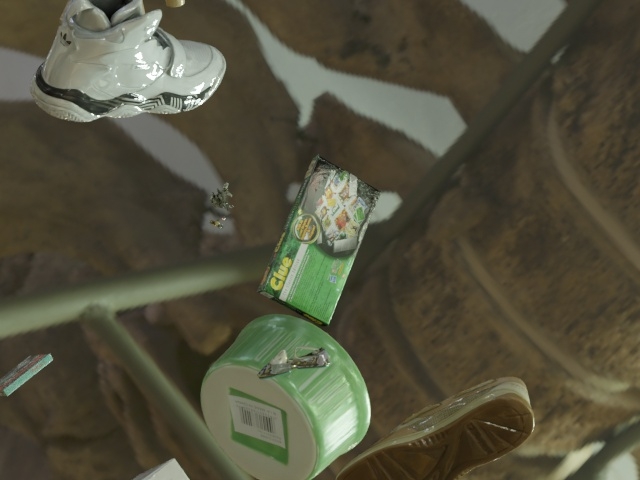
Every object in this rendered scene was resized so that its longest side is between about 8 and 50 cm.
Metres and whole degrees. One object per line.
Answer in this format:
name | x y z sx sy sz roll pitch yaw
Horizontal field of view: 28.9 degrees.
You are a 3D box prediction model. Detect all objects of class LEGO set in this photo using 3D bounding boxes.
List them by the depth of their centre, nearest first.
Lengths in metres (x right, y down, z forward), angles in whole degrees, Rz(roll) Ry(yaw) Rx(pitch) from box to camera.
LEGO set | -0.178 -0.060 2.163 0.054 0.023 0.083 8 -79 39

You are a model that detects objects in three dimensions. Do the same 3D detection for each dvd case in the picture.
dvd case | -0.452 0.202 1.864 0.013 0.087 0.119 55 -26 -12

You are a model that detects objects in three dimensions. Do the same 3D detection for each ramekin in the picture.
ramekin | -0.074 0.301 2.268 0.303 0.148 0.303 19 -54 28

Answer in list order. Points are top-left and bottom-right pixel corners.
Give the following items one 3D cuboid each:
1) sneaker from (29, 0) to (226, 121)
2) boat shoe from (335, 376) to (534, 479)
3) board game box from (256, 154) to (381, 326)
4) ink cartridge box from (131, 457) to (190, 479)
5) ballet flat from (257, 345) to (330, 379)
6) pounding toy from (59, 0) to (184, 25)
sneaker | -0.275 -0.312 1.968 0.137 0.366 0.210 49 -48 25
boat shoe | 0.180 0.323 1.957 0.341 0.110 0.121 -27 -73 15
board game box | 0.000 0.000 2.095 0.136 0.259 0.030 31 -21 -22
ink cartridge box | -0.227 0.452 1.926 0.203 0.086 0.148 56 -37 -1
ballet flat | -0.043 0.184 1.906 0.041 0.114 0.041 169 -90 -86
pounding toy | -0.337 -0.392 2.194 0.206 0.181 0.094 -8 -61 2
